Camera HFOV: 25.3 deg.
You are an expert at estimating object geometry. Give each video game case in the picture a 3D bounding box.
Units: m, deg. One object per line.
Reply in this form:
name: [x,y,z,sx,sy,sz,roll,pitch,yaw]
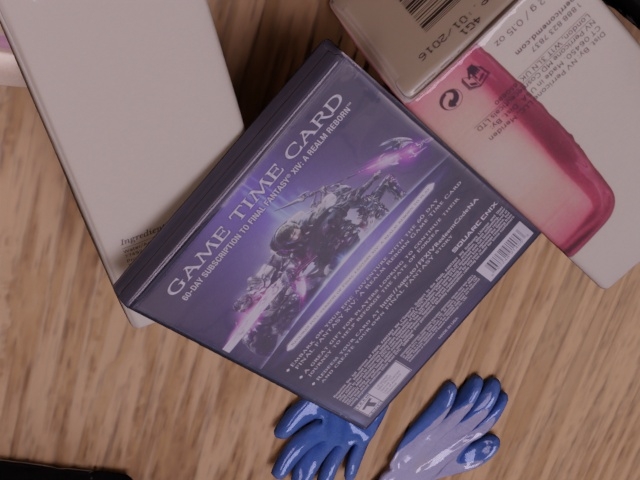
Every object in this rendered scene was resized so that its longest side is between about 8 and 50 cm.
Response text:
video game case: [0.018,0.010,0.926,0.196,0.026,0.274,-49,139,6]

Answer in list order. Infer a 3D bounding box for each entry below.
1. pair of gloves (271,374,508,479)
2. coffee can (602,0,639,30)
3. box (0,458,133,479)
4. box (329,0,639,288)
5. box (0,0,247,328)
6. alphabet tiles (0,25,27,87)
pair of gloves: [0.061,0.156,1.151,0.198,0.023,0.159,27,110,-34]
coffee can: [0.291,-0.173,0.852,0.201,0.275,0.201,-11,126,-15]
box: [-0.314,0.360,1.016,0.293,0.212,0.395,14,116,-30]
box: [0.139,-0.100,0.923,0.127,0.148,0.232,-43,128,10]
box: [-0.111,-0.080,0.845,0.113,0.094,0.275,-22,136,-9]
alphabet tiles: [-0.190,-0.219,0.784,0.278,0.021,0.284,4,121,-24]
